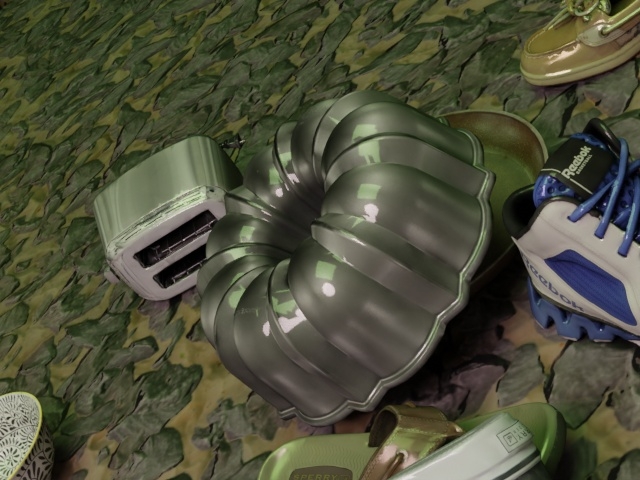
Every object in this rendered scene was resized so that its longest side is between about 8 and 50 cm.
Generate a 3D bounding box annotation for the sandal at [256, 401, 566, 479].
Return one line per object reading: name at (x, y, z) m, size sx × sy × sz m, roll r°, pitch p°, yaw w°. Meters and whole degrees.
sandal at (0.057, 0.188, 0.917) m, size 0.303 × 0.086 × 0.120 m, roll -14°, pitch 39°, yaw 32°

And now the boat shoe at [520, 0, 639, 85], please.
boat shoe at (0.339, -0.267, 1.213) m, size 0.285 × 0.089 × 0.104 m, roll -29°, pitch 34°, yaw 14°

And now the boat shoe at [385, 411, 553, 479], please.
boat shoe at (0.032, 0.255, 0.821) m, size 0.335 × 0.119 × 0.121 m, roll -36°, pitch -14°, yaw 23°

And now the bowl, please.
bowl at (-0.353, 0.259, 1.233) m, size 0.170 × 0.080 × 0.170 m, roll -25°, pitch 34°, yaw 18°

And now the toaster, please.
toaster at (-0.173, -0.029, 1.381) m, size 0.227 × 0.129 × 0.146 m, roll -30°, pitch 37°, yaw 8°

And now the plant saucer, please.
plant saucer at (0.103, -0.015, 1.165) m, size 0.310 × 0.050 × 0.310 m, roll -26°, pitch 34°, yaw 19°

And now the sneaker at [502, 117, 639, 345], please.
sneaker at (0.257, 0.004, 0.866) m, size 0.315 × 0.182 × 0.127 m, roll 8°, pitch 55°, yaw 49°

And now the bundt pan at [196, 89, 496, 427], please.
bundt pan at (0.000, 0.000, 1.042) m, size 0.331 × 0.124 × 0.331 m, roll -37°, pitch 37°, yaw 34°
